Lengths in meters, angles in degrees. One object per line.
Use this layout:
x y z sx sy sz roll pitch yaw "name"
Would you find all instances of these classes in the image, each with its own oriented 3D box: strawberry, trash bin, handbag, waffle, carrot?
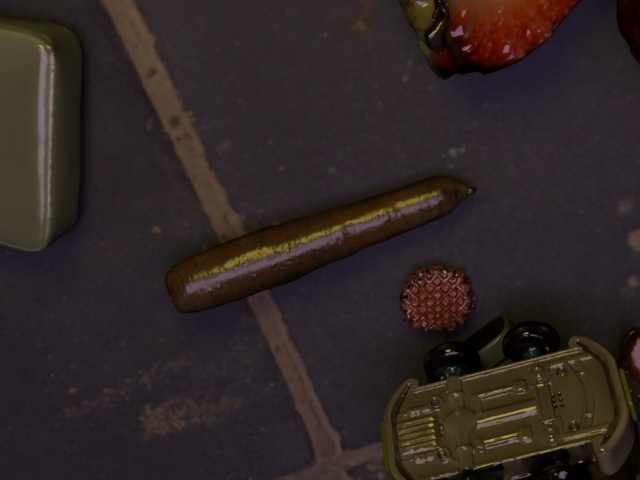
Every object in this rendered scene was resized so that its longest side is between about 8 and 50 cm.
0.185 -0.307 1.226 0.306 0.138 0.233 -36 124 -10 "strawberry"
0.197 0.164 1.407 0.116 0.059 0.130 -39 103 18 "trash bin"
-0.359 -0.118 1.351 0.219 0.079 0.256 11 110 12 "handbag"
0.126 0.063 1.393 0.083 0.029 0.075 1 112 1 "waffle"
0.000 -0.001 1.366 0.342 0.070 0.070 -20 107 5 "carrot"

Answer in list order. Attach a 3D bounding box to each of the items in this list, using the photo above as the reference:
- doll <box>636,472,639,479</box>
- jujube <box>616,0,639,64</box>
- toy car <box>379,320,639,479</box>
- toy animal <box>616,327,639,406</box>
0.282 0.371 1.446 0.278 0.119 0.154 -32 90 8 "doll"
0.360 -0.205 1.165 0.174 0.250 0.174 1 113 2 "jujube"
0.203 0.221 1.319 0.248 0.204 0.198 -16 133 12 "toy car"
0.367 0.130 1.375 0.188 0.089 0.179 11 93 1 "toy animal"
